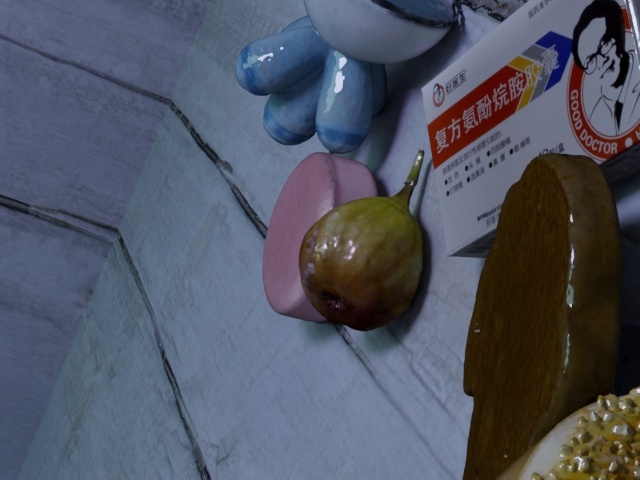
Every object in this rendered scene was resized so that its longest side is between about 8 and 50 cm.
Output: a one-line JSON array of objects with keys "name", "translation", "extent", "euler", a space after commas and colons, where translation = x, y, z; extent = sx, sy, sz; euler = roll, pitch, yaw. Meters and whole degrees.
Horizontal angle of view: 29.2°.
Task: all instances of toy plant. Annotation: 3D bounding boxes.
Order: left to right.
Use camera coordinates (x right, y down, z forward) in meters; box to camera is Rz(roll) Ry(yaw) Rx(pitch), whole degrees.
[{"name": "toy plant", "translation": [0.019, -0.262, 1.761], "extent": [0.332, 0.247, 0.247], "euler": [-55, 26, 33]}]

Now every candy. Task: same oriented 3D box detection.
[{"name": "candy", "translation": [0.000, 0.000, 1.748], "extent": [0.255, 0.094, 0.255], "euler": [-165, 90, -69]}]

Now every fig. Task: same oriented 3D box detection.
[{"name": "fig", "translation": [0.075, -0.013, 1.577], "extent": [0.257, 0.159, 0.159], "euler": [-60, 16, -22]}]

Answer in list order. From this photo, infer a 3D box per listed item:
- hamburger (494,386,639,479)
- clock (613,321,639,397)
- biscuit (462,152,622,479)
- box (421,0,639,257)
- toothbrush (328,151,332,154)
[{"name": "hamburger", "translation": [0.222, 0.231, 0.752], "extent": [0.170, 0.302, 0.302], "euler": [-36, 39, 46]}, {"name": "clock", "translation": [0.274, 0.142, 1.032], "extent": [0.110, 0.050, 0.152], "euler": [-12, 61, 65]}, {"name": "biscuit", "translation": [0.194, 0.106, 1.126], "extent": [0.359, 0.074, 0.381], "euler": [-87, 4, -67]}, {"name": "box", "translation": [0.234, -0.137, 1.289], "extent": [0.353, 0.069, 0.214], "euler": [-34, 58, 55]}, {"name": "toothbrush", "translation": [0.032, -0.171, 1.949], "extent": [0.193, 0.019, 0.013], "euler": [-53, 27, 35]}]
